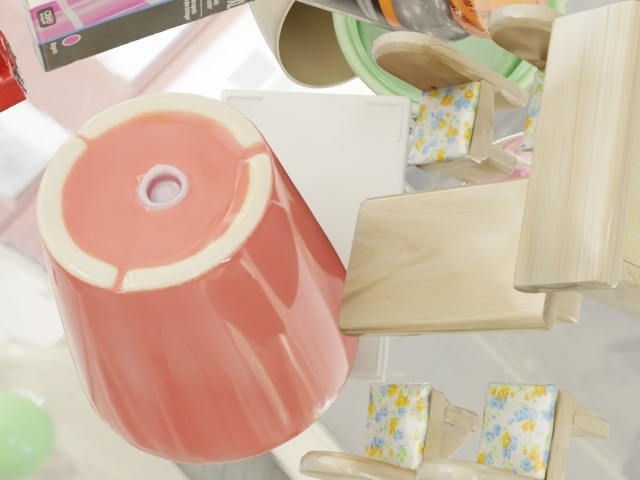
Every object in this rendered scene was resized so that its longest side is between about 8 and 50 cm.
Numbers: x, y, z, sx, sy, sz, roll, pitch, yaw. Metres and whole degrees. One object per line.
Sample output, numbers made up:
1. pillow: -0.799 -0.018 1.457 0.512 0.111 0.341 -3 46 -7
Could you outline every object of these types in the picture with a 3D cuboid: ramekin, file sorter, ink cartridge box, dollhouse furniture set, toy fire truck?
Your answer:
1. ramekin: 0.167 -0.304 1.902 0.303 0.303 0.148 45 -1 2
2. file sorter: 0.000 0.000 1.465 0.193 0.277 0.173 4 -5 14
3. ink cartridge box: -0.182 -0.325 1.731 0.176 0.371 0.069 100 -35 -71
4. dollhouse furniture set: 0.132 -0.004 1.009 0.256 0.362 0.394 22 -18 -37
5. toy fire truck: -0.315 -0.183 1.266 0.135 0.047 0.192 65 -3 -33

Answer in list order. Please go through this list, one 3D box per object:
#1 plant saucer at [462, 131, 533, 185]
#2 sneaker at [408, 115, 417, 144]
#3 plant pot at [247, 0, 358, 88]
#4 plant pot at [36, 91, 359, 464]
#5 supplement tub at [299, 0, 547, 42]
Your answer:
1. plant saucer: 0.334 -0.082 1.771 0.332 0.332 0.084 -125 -151 -70
2. sneaker: 0.108 -0.185 2.156 0.110 0.283 0.122 47 3 -3
3. plant pot: -0.026 -0.427 2.271 0.274 0.256 0.256 52 6 34
4. plant pot: -0.113 0.021 1.216 0.275 0.275 0.243 47 -15 31
5. supplement tub: 0.064 -0.304 1.364 0.316 0.193 0.193 23 -10 34
